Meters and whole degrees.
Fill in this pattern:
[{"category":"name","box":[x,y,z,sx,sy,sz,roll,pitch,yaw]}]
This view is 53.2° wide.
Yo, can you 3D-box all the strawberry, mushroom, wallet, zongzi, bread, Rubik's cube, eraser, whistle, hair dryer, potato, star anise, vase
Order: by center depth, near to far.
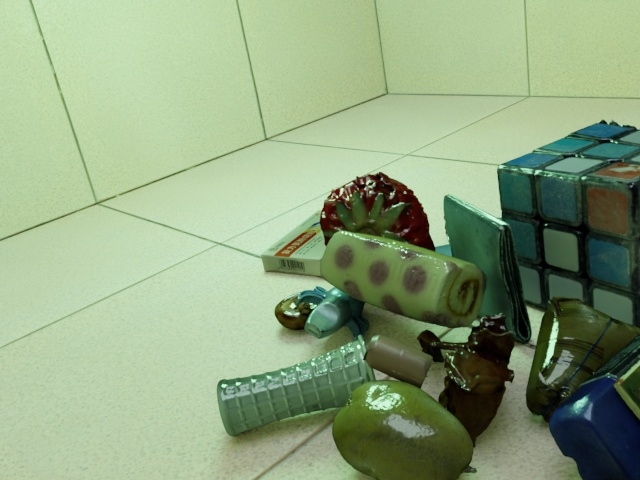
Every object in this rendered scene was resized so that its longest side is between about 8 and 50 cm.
[{"category":"eraser","box":[0.517,0.255,1.027,0.332,0.155,0.101,-25,-17,-32]},{"category":"potato","box":[0.139,0.323,1.051,0.251,0.159,0.174,20,62,36]},{"category":"zongzi","box":[0.531,0.244,1.153,0.289,0.123,0.260,20,45,12]},{"category":"star anise","box":[0.266,0.237,1.183,0.148,0.237,0.346,15,-1,-7]},{"category":"hair dryer","box":[0.146,0.229,1.196,0.117,0.064,0.182,21,-11,13]},{"category":"vase","box":[-0.045,0.288,1.242,0.299,0.143,0.143,-14,23,-2]},{"category":"bread","box":[0.172,0.082,1.384,0.338,0.155,0.187,18,7,43]},{"category":"wallet","box":[0.353,0.059,1.402,0.054,0.290,0.251,-23,24,-13]},{"category":"Rubik's cube","box":[0.641,-0.037,1.416,0.359,0.363,0.362,-22,26,-29]},{"category":"whistle","box":[0.043,0.164,1.509,0.180,0.093,0.269,36,31,16]},{"category":"mushroom","box":[-0.052,0.168,1.583,0.127,0.087,0.127,-6,26,3]},{"category":"strawberry","box":[0.158,-0.019,1.725,0.317,0.295,0.345,33,7,9]}]

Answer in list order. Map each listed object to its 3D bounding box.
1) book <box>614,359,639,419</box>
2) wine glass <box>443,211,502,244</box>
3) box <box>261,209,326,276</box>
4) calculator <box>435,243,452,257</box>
[{"category":"book","box":[0.622,0.242,1.002,0.322,0.228,0.018,-27,-17,-32]},{"category":"wine glass","box":[0.457,-0.052,1.852,0.183,0.122,0.122,-5,23,1]},{"category":"box","box":[0.000,0.000,1.990,0.214,0.069,0.353,4,25,32]},{"category":"calculator","box":[0.349,0.059,1.721,0.121,0.039,0.210,-12,23,-1]}]
